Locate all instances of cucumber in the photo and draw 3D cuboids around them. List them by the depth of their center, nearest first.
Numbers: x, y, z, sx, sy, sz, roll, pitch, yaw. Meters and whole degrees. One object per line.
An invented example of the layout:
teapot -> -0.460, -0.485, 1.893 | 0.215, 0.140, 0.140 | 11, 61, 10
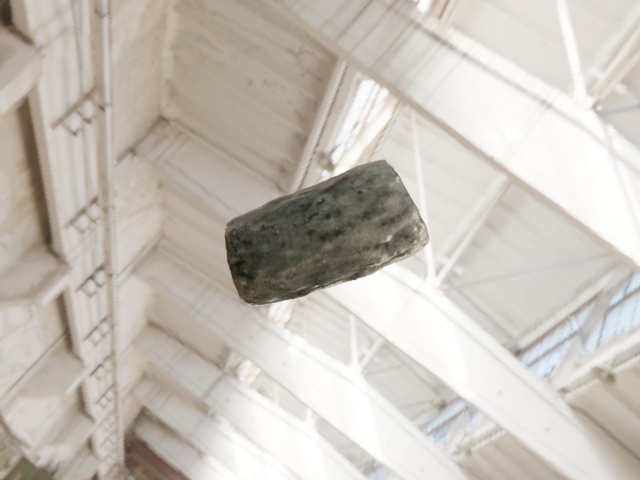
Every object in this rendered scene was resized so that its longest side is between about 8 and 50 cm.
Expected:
cucumber -> 0.002, -0.001, 0.514 | 0.064, 0.112, 0.064 | -23, 90, -87
